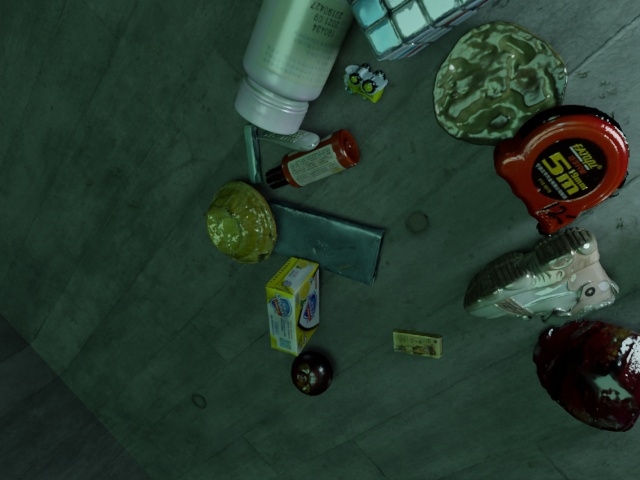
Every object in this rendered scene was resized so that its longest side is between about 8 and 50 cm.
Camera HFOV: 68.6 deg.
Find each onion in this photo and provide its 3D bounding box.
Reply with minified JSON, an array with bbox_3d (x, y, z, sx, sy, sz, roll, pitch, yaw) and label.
[{"bbox_3d":[0.687,0.365,1.200,0.280,0.146,0.314,16,122,23],"label":"onion"}]

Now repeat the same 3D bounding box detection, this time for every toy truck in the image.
[{"bbox_3d":[0.107,-0.395,1.191,0.111,0.076,0.077,30,141,12],"label":"toy truck"}]

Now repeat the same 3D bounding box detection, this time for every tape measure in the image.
[{"bbox_3d":[0.534,-0.165,1.037,0.253,0.114,0.260,44,123,-14],"label":"tape measure"}]

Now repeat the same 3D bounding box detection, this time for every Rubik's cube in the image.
[{"bbox_3d":[0.199,-0.552,0.965,0.259,0.253,0.256,-26,100,33],"label":"Rubik's cube"}]

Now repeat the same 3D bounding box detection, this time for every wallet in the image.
[{"bbox_3d":[0.000,0.000,1.424,0.379,0.046,0.191,17,119,17],"label":"wallet"}]

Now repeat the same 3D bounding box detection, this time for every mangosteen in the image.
[{"bbox_3d":[-0.034,0.452,1.578,0.152,0.152,0.152,10,116,22],"label":"mangosteen"}]

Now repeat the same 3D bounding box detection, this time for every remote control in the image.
[{"bbox_3d":[-0.086,-0.276,1.287,0.229,0.073,0.044,22,144,45],"label":"remote control"}]

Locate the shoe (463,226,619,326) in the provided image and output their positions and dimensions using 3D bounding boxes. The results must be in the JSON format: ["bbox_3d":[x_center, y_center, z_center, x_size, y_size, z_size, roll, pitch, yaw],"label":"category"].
[{"bbox_3d":[0.533,0.131,1.153,0.351,0.172,0.198,-33,98,34],"label":"shoe"}]

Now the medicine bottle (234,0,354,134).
[{"bbox_3d":[-0.067,-0.471,1.151,0.213,0.213,0.379,35,122,8],"label":"medicine bottle"}]

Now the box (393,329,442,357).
[{"bbox_3d":[0.296,0.316,1.436,0.149,0.020,0.073,3,112,24],"label":"box"}]

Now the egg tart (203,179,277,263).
[{"bbox_3d":[-0.261,-0.043,1.463,0.290,0.115,0.290,18,122,32],"label":"egg tart"}]

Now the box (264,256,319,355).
[{"bbox_3d":[-0.081,0.205,1.461,0.097,0.168,0.265,16,126,22],"label":"box"}]

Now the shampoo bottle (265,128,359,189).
[{"bbox_3d":[-0.034,-0.213,1.312,0.278,0.104,0.104,-17,103,30],"label":"shampoo bottle"}]

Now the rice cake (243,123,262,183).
[{"bbox_3d":[-0.201,-0.259,1.414,0.042,0.030,0.180,14,118,35],"label":"rice cake"}]

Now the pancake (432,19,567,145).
[{"bbox_3d":[0.406,-0.350,1.076,0.294,0.049,0.294,11,116,23],"label":"pancake"}]
